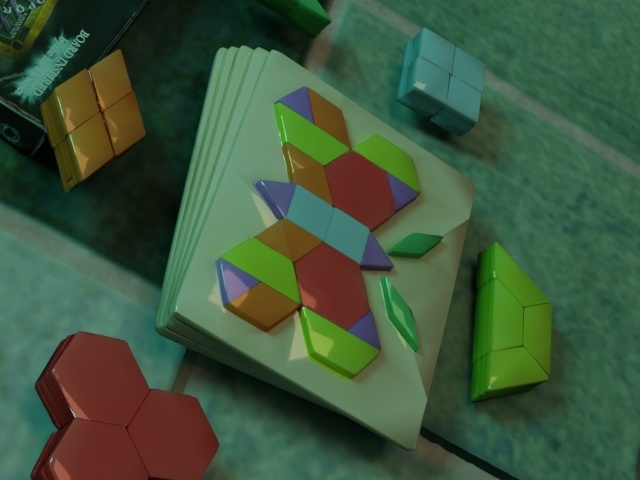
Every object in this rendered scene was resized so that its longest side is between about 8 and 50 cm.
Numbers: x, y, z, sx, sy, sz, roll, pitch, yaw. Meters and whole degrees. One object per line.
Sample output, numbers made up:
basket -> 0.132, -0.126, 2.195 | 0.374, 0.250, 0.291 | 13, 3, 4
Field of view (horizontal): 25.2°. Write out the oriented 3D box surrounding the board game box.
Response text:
board game box -> -0.143, -0.140, 0.696 | 0.126, 0.026, 0.186 | 37, 49, -9

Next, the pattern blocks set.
pattern blocks set -> 0.000, 0.000, 0.682 | 0.285, 0.026, 0.325 | 19, 55, -28
